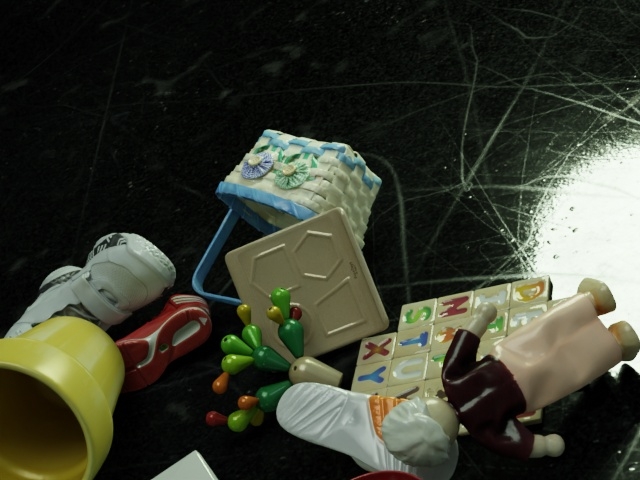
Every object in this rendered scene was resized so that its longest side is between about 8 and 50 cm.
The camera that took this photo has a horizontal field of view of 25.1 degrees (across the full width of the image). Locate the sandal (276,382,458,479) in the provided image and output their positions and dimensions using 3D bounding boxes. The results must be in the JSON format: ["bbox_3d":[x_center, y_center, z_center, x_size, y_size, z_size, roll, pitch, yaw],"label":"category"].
[{"bbox_3d":[0.069,0.250,1.882,0.265,0.076,0.102,17,73,30],"label":"sandal"}]

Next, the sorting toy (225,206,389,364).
[{"bbox_3d":[-0.020,0.073,2.124,0.208,0.193,0.038,-23,-3,19],"label":"sorting toy"}]

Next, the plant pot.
[{"bbox_3d":[-0.407,0.236,2.137,0.254,0.254,0.239,-13,19,22],"label":"plant pot"}]

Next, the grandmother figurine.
[{"bbox_3d":[0.232,0.183,1.793,0.342,0.104,0.208,-26,70,-15],"label":"grandmother figurine"}]

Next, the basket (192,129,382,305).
[{"bbox_3d":[-0.058,-0.020,2.261,0.255,0.201,0.289,13,77,38],"label":"basket"}]

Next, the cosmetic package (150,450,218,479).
[{"bbox_3d":[-0.238,0.451,1.754,0.365,0.155,0.197,-31,40,-8],"label":"cosmetic package"}]

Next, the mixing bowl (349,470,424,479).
[{"bbox_3d":[0.071,0.372,1.705,0.181,0.098,0.181,-19,34,13],"label":"mixing bowl"}]

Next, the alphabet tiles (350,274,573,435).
[{"bbox_3d":[0.202,0.164,1.981,0.343,0.011,0.285,-13,35,22],"label":"alphabet tiles"}]

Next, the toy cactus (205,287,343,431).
[{"bbox_3d":[-0.059,0.184,2.057,0.181,0.112,0.219,18,66,8],"label":"toy cactus"}]

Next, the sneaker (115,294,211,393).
[{"bbox_3d":[-0.265,0.162,2.292,0.221,0.087,0.128,-25,14,8],"label":"sneaker"}]

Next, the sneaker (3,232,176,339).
[{"bbox_3d":[-0.378,0.125,2.302,0.366,0.137,0.210,-23,30,49],"label":"sneaker"}]
